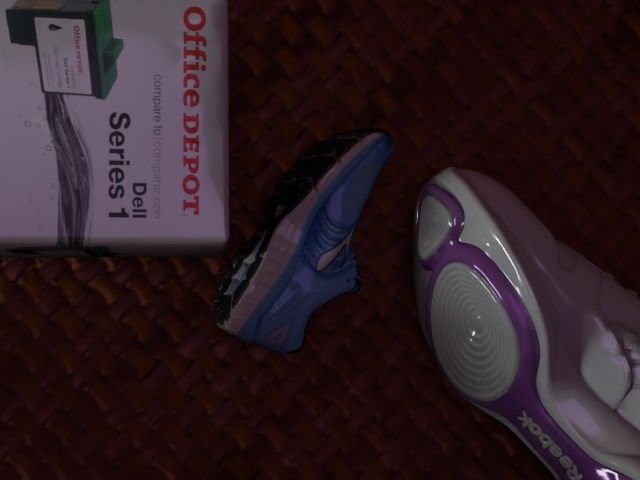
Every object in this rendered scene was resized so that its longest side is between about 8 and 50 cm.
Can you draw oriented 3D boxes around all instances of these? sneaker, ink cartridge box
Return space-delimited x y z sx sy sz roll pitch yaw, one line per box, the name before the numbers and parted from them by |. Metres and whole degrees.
sneaker | 0.173 0.076 0.794 0.152 0.114 0.305 -32 85 -36
ink cartridge box | -0.163 -0.071 0.747 0.219 0.092 0.160 -1 84 -8
sneaker | 0.000 0.000 0.792 0.073 0.063 0.162 36 84 -21
